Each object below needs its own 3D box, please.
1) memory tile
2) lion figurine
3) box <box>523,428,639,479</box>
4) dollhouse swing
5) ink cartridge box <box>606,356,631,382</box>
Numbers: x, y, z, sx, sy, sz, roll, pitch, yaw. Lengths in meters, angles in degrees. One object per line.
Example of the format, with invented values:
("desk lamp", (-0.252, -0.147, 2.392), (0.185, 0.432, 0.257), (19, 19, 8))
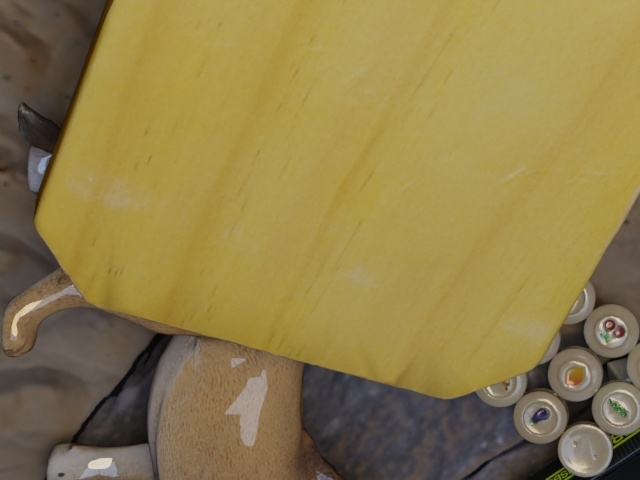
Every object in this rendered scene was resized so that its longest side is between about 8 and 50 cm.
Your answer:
("memory tile", (0.157, 0.077, 0.958), (0.148, 0.012, 0.113), (39, 102, 5))
("lion figurine", (-0.059, 0.096, 0.875), (0.240, 0.142, 0.392), (1, 122, 2))
("box", (0.259, 0.192, 1.023), (0.184, 0.045, 0.191), (-37, 122, 9))
("dollhouse swing", (0.032, -0.143, 0.792), (0.347, 0.315, 0.305), (16, 135, -16))
("ink cartridge box", (0.248, 0.102, 1.011), (0.083, 0.028, 0.048), (-13, 117, -4))
